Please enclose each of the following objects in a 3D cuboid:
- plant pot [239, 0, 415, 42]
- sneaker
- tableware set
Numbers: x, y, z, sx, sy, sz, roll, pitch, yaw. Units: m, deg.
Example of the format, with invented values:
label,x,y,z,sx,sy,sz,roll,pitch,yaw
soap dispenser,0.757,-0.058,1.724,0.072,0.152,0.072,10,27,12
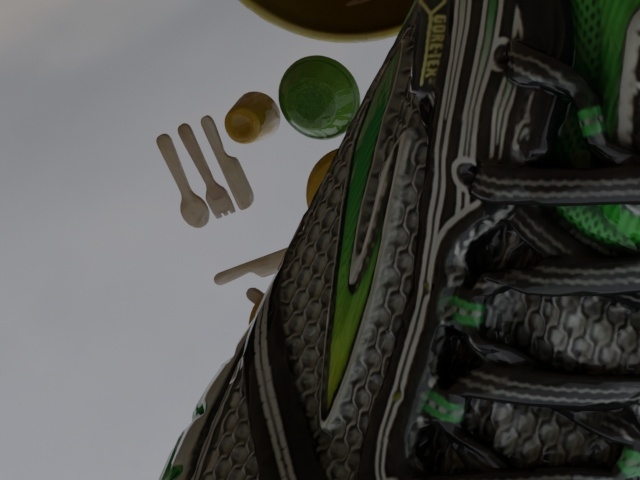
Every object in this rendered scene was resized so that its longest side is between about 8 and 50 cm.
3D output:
label,x,y,z,sx,sy,sz,roll,pitch,yaw
plant pot,0.022,-0.149,0.687,0.134,0.134,0.095,-21,-176,18
sneaker,0.045,0.006,0.366,0.146,0.134,0.343,99,9,-77
tableware set,0.000,0.000,0.759,0.104,0.154,0.024,-21,-171,25
